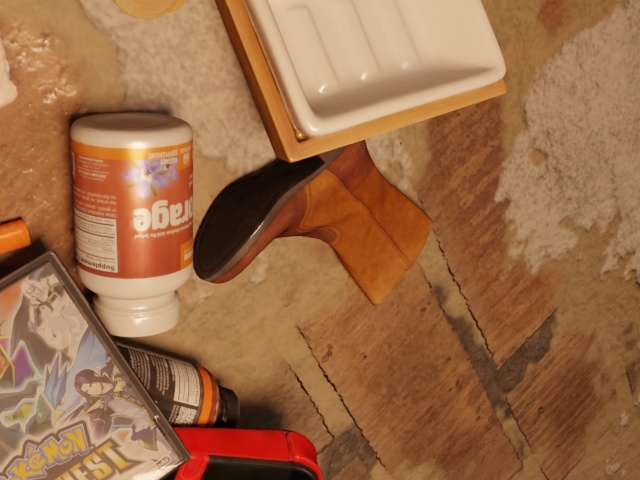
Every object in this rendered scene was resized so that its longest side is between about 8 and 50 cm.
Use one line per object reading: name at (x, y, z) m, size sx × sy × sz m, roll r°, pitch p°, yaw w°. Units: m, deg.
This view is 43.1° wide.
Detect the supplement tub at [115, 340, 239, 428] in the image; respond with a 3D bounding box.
supplement tub at (-0.189, 0.182, 0.921) m, size 0.198 × 0.106 × 0.106 m, roll 26°, pitch 91°, yaw -38°

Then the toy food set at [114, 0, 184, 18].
toy food set at (-0.177, -0.267, 0.818) m, size 0.083 × 0.020 × 0.083 m, roll -25°, pitch 119°, yaw -25°

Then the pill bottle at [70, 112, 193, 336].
pill bottle at (-0.191, -0.017, 0.837) m, size 0.121 × 0.121 × 0.216 m, roll -10°, pitch 112°, yaw -32°

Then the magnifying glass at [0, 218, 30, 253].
magnifying glass at (-0.397, 0.025, 0.774) m, size 0.231 × 0.026 × 0.092 m, roll -19°, pitch 116°, yaw -26°

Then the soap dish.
soap dish at (0.039, -0.222, 0.877) m, size 0.290 × 0.118 × 0.229 m, roll -21°, pitch 88°, yaw -26°

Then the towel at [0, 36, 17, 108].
towel at (-0.390, -0.221, 0.560) m, size 0.332 × 0.053 × 0.317 m, roll -27°, pitch 112°, yaw -52°

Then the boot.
boot at (0.000, 0.000, 1.018) m, size 0.264 × 0.096 × 0.280 m, roll -57°, pitch 135°, yaw -14°

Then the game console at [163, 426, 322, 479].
game console at (-0.200, 0.371, 0.950) m, size 0.342 × 0.060 × 0.387 m, roll 12°, pitch 115°, yaw -27°

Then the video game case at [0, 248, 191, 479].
video game case at (-0.304, 0.184, 0.761) m, size 0.275 × 0.035 × 0.248 m, roll -34°, pitch 90°, yaw -17°
